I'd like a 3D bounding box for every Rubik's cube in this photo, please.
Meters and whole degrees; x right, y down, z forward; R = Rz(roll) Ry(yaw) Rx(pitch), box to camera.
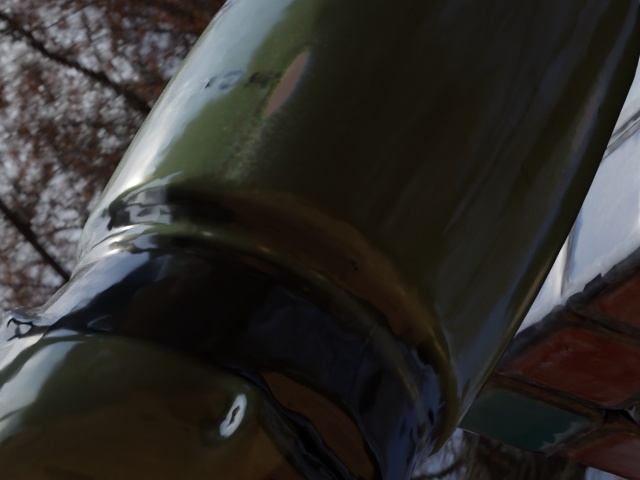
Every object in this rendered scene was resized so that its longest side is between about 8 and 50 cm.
[{"bbox_3d":[0.323,-0.014,0.961,0.359,0.363,0.362,19,-30,-14],"label":"Rubik's cube"}]

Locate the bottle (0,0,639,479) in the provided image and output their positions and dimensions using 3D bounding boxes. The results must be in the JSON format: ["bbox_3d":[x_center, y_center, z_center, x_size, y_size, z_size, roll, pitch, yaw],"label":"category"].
[{"bbox_3d":[-0.002,0.001,0.456,0.168,0.347,0.168,17,-42,17],"label":"bottle"}]
